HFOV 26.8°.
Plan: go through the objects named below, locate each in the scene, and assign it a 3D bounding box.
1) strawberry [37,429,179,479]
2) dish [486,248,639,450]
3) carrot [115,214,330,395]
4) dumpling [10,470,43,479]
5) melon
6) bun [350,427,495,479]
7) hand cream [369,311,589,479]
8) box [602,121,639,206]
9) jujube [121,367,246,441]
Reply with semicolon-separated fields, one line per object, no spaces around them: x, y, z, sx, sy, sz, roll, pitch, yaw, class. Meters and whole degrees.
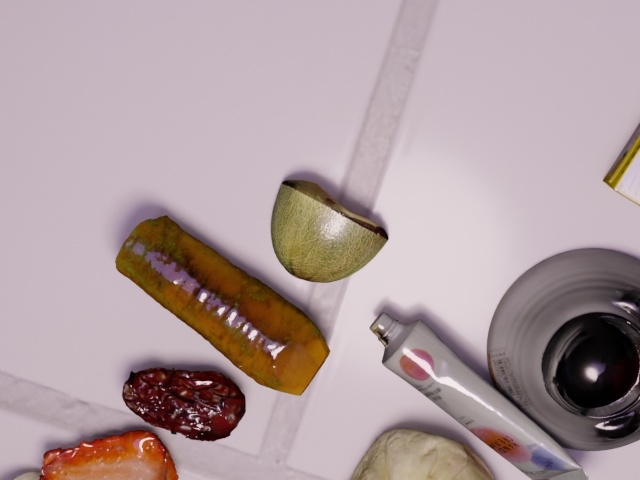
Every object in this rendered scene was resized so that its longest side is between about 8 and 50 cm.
-0.286;0.320;1.840;0.188;0.082;0.121;2;73;9;strawberry
0.355;0.157;1.726;0.273;0.134;0.273;1;102;4;dish
-0.126;0.087;1.764;0.302;0.114;0.114;37;101;1;carrot
-0.365;0.402;1.857;0.134;0.100;0.169;-29;68;-22;dumpling
0.000;0.000;1.751;0.160;0.079;0.128;27;100;-1;melon
0.123;0.376;1.778;0.243;0.153;0.244;2;100;9;bun
0.199;0.216;1.766;0.340;0.124;0.078;42;64;-1;hand cream
0.511;-0.072;1.686;0.265;0.097;0.168;29;101;-1;box
-0.181;0.214;1.802;0.166;0.104;0.104;16;102;12;jujube
